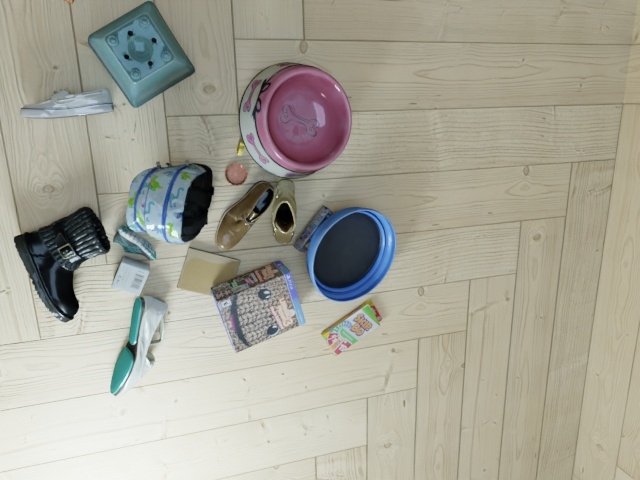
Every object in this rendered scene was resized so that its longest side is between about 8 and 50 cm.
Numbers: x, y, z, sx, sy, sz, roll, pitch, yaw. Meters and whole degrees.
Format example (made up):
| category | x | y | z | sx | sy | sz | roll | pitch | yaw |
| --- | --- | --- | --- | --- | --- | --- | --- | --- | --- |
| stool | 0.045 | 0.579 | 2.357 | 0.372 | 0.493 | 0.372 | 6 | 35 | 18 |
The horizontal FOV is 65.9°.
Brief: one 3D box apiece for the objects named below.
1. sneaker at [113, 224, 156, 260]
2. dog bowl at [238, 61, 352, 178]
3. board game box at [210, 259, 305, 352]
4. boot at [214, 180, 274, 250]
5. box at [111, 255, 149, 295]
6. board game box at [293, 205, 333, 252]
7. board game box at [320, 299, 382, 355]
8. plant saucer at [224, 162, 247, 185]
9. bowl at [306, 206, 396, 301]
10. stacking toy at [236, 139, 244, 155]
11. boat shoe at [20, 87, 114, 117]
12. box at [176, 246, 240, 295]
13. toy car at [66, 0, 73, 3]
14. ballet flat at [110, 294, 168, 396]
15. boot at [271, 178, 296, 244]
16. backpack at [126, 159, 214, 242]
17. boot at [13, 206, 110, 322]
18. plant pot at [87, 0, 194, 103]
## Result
| category | x | y | z | sx | sy | sz | roll | pitch | yaw |
| --- | --- | --- | --- | --- | --- | --- | --- | --- | --- |
| sneaker | -0.656 | 0.021 | 1.743 | 0.076 | 0.065 | 0.166 | -41 | 110 | 14 |
| dog bowl | -0.068 | -0.417 | 1.719 | 0.407 | 0.150 | 0.409 | -5 | 101 | -27 |
| board game box | -0.235 | 0.247 | 1.873 | 0.290 | 0.141 | 0.232 | -22 | 113 | -15 |
| boot | -0.277 | -0.085 | 1.800 | 0.112 | 0.115 | 0.305 | 37 | 92 | -25 |
| box | -0.668 | 0.123 | 1.743 | 0.101 | 0.087 | 0.101 | 22 | 97 | -21 |
| board game box | 0.000 | 0.000 | 1.928 | 0.194 | 0.060 | 0.194 | -41 | 125 | -8 |
| board game box | 0.139 | 0.370 | 2.100 | 0.259 | 0.039 | 0.124 | -35 | 113 | -9 |
| plant saucer | -0.307 | -0.241 | 1.801 | 0.083 | 0.013 | 0.084 | -4 | 105 | -16 |
| bowl | 0.120 | 0.051 | 1.937 | 0.390 | 0.077 | 0.392 | -14 | 119 | -26 |
| stacking toy | -0.198 | -0.399 | 1.773 | 0.166 | 0.052 | 0.222 | 10 | 101 | -20 |
| boat shoe | -0.796 | -0.434 | 1.550 | 0.267 | 0.096 | 0.088 | -11 | 103 | -16 |
| box | -0.419 | 0.125 | 1.860 | 0.201 | 0.021 | 0.165 | 16 | 99 | -21 |
| toy car | -0.790 | -0.779 | 1.486 | 0.122 | 0.040 | 0.060 | 41 | 90 | -23 |
| ballet flat | -0.652 | 0.394 | 1.811 | 0.139 | 0.139 | 0.401 | 16 | 98 | -21 |
| boot | -0.130 | -0.065 | 1.782 | 0.095 | 0.204 | 0.262 | 4 | 120 | -6 |
| backpack | -0.474 | -0.116 | 1.598 | 0.273 | 0.355 | 0.291 | 14 | 101 | -20 |
| boot | -0.822 | 0.084 | 1.660 | 0.259 | 0.131 | 0.348 | -22 | 109 | -11 |
| plant pot | -0.545 | -0.571 | 1.508 | 0.247 | 0.252 | 0.247 | -34 | 112 | -6 |
